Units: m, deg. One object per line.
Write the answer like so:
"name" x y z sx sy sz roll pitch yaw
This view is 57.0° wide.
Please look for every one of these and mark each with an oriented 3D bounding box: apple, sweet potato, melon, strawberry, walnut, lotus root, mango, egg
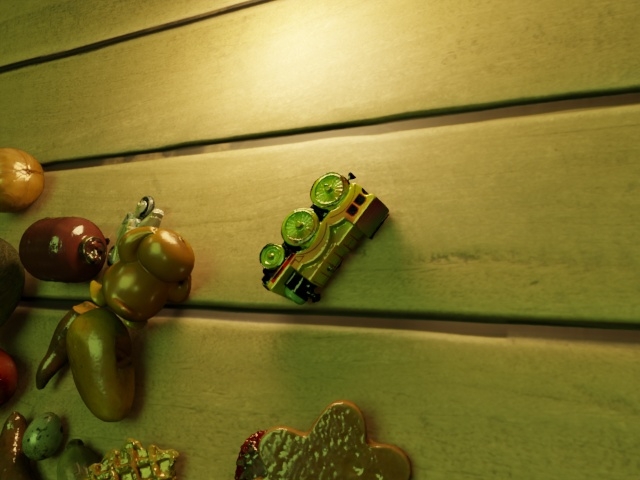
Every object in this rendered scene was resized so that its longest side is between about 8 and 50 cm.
"apple" -0.868 0.351 1.501 0.181 0.181 0.168 -47 49 5
"sweet potato" -0.639 0.254 1.466 0.077 0.077 0.244 33 88 35
"melon" -0.939 0.132 1.578 0.248 0.249 0.329 -12 47 26
"strawberry" -0.097 0.415 1.085 0.145 0.086 0.145 -10 67 25
"walnut" -0.937 -0.180 1.759 0.225 0.193 0.193 -2 69 29
"lotus root" -0.524 0.512 1.287 0.183 0.090 0.077 57 130 36
"sweet potato" -0.701 0.566 1.366 0.114 0.092 0.341 -34 56 -6
"mango" -0.489 0.280 1.331 0.167 0.130 0.262 -30 71 43
"egg" -0.651 0.459 1.385 0.085 0.085 0.110 -10 58 26

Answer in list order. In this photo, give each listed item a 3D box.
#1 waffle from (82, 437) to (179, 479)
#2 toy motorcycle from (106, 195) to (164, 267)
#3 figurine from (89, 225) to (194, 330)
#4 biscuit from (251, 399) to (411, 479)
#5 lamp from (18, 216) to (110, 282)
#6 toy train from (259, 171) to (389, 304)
"waffle" -0.367 0.541 1.160 0.291 0.051 0.291 1 63 -1
"toy motorcycle" -0.462 0.002 1.465 0.229 0.074 0.151 -51 46 16
"figurine" -0.390 0.082 1.329 0.215 0.215 0.228 25 72 35
"biscuit" -0.017 0.449 0.995 0.275 0.052 0.355 39 84 13
"lamp" -0.656 0.023 1.526 0.257 0.180 0.180 0 70 28
"toy train" 0.000 0.000 1.191 0.160 0.100 0.296 39 92 34
